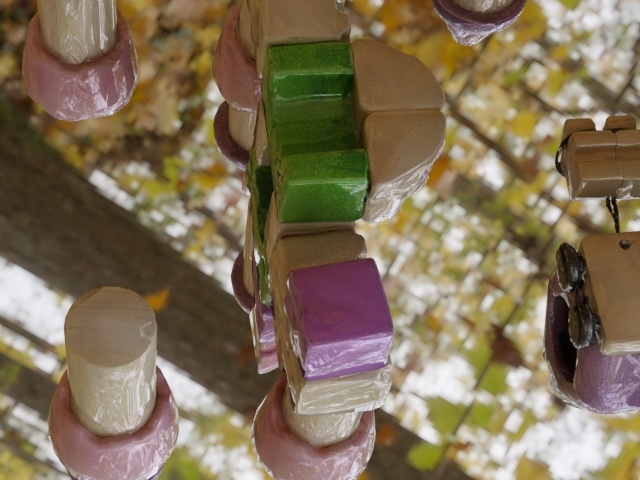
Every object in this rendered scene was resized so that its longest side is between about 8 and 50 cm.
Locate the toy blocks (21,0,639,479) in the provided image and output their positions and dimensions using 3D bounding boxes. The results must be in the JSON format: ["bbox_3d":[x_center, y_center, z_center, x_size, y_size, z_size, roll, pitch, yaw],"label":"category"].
[{"bbox_3d":[0.000,0.000,0.947,0.260,0.309,0.288,100,-17,-60],"label":"toy blocks"}]
